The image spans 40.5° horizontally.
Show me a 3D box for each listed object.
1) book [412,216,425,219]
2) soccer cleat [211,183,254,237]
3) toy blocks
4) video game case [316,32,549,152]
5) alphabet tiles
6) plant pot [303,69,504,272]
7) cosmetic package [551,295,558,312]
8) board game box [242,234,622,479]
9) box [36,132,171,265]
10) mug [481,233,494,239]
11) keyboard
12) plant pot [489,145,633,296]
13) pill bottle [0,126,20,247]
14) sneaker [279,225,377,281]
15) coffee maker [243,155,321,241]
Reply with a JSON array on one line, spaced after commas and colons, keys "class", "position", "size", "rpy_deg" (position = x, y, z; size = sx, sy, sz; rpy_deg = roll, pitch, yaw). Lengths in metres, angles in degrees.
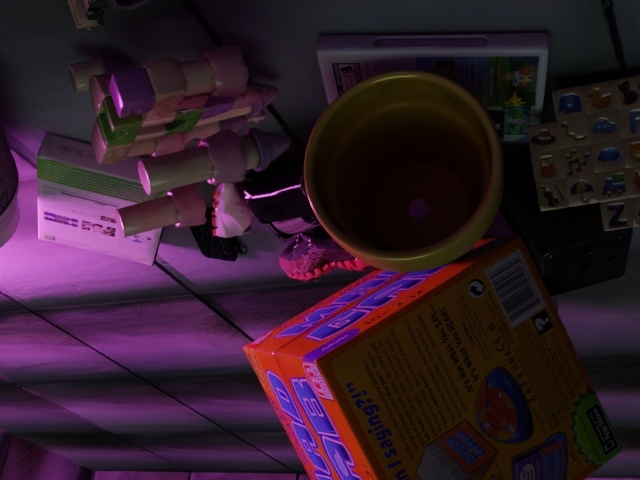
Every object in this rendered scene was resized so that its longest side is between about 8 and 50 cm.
[{"class": "book", "position": [0.190, -0.008, 1.563], "size": [0.144, 0.035, 0.096], "rpy_deg": [0, 155, 12]}, {"class": "soccer cleat", "position": [-0.152, -0.065, 1.519], "size": [0.076, 0.068, 0.196], "rpy_deg": [-4, 154, -9]}, {"class": "toy blocks", "position": [-0.169, -0.197, 1.166], "size": [0.260, 0.309, 0.288], "rpy_deg": [-17, 174, -23]}, {"class": "video game case", "position": [0.166, -0.175, 1.252], "size": [0.299, 0.036, 0.329], "rpy_deg": [2, 150, 11]}, {"class": "alphabet tiles", "position": [0.401, -0.114, 1.146], "size": [0.237, 0.198, 0.009], "rpy_deg": [-9, -173, 18]}, {"class": "plant pot", "position": [0.125, -0.069, 1.188], "size": [0.253, 0.254, 0.239], "rpy_deg": [1, 166, 13]}, {"class": "cosmetic package", "position": [0.331, 0.108, 1.608], "size": [0.183, 0.151, 0.151], "rpy_deg": [-10, 147, 28]}, {"class": "board game box", "position": [0.154, 0.239, 1.332], "size": [0.356, 0.357, 0.356], "rpy_deg": [-29, -173, -20]}, {"class": "box", "position": [-0.395, -0.065, 1.587], "size": [0.232, 0.059, 0.322], "rpy_deg": [14, 152, -11]}, {"class": "mug", "position": [0.328, 0.048, 1.478], "size": [0.150, 0.169, 0.113], "rpy_deg": [-20, 142, 41]}, {"class": "keyboard", "position": [-0.202, -0.001, 1.670], "size": [0.100, 0.038, 0.192], "rpy_deg": [3, 152, 9]}, {"class": "plant pot", "position": [0.358, -0.027, 1.270], "size": [0.187, 0.167, 0.188], "rpy_deg": [-15, 146, 3]}, {"class": "pill bottle", "position": [-0.597, -0.123, 1.367], "size": [0.210, 0.210, 0.363], "rpy_deg": [9, 151, -1]}, {"class": "sneaker", "position": [0.000, 0.000, 1.560], "size": [0.135, 0.098, 0.276], "rpy_deg": [43, 149, -23]}, {"class": "coffee maker", "position": [-0.036, -0.081, 1.356], "size": [0.171, 0.120, 0.178], "rpy_deg": [27, 159, -28]}]
